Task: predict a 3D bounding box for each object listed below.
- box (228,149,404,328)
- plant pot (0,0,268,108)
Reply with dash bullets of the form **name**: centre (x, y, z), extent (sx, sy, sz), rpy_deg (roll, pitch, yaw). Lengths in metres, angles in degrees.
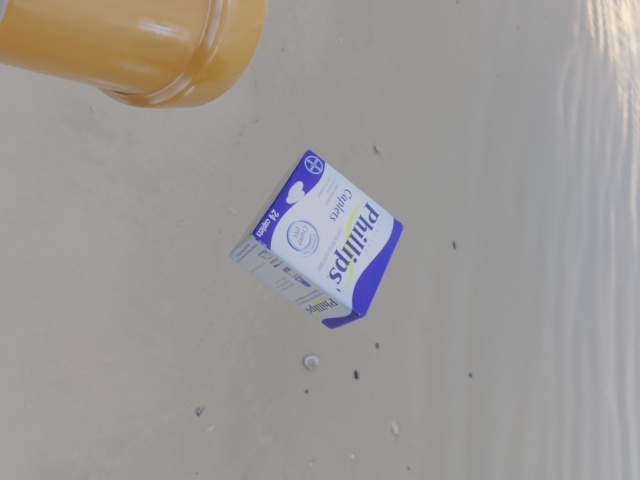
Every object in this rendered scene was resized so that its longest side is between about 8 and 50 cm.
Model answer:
- **box**: centre (0.000, 0.000, 0.488), extent (0.137, 0.072, 0.126), rpy_deg (37, 57, -13)
- **plant pot**: centre (-0.174, -0.199, 0.344), extent (0.188, 0.205, 0.205), rpy_deg (-33, 104, -58)
